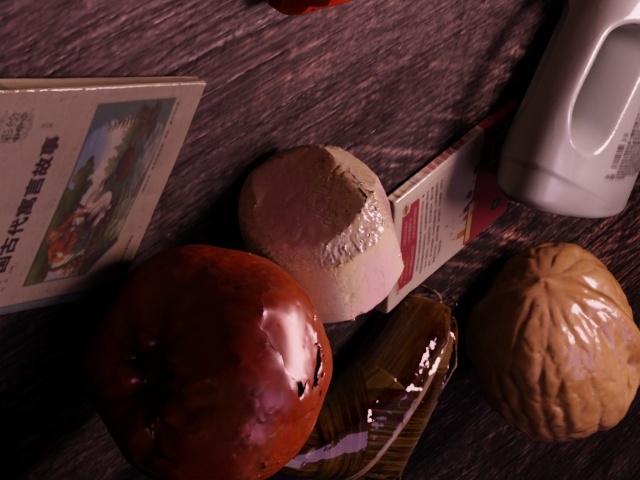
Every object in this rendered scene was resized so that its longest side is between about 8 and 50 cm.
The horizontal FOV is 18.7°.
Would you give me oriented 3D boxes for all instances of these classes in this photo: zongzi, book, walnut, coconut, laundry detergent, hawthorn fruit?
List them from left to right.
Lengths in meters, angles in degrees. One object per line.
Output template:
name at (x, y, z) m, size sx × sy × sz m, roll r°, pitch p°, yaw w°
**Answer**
book at (-0.208, -0.034, 1.515) m, size 0.282 × 0.025 × 0.215 m, roll -13°, pitch 131°, yaw -58°
hawthorn fruit at (-0.084, 0.105, 1.689) m, size 0.211 × 0.211 × 0.299 m, roll -62°, pitch 169°, yaw 8°
coconut at (0.000, 0.000, 1.792) m, size 0.147 × 0.147 × 0.153 m, roll -48°, pitch 150°, yaw -21°
zongzi at (0.043, 0.151, 2.082) m, size 0.241 × 0.111 × 0.248 m, roll 23°, pitch 93°, yaw -58°
book at (0.139, -0.039, 2.129) m, size 0.232 × 0.022 × 0.162 m, roll -38°, pitch 145°, yaw -36°
walnut at (0.285, 0.124, 2.355) m, size 0.225 × 0.225 × 0.261 m, roll -47°, pitch 148°, yaw -22°
laundry detergent at (0.322, -0.226, 2.118) m, size 0.264 × 0.124 × 0.398 m, roll -5°, pitch 117°, yaw -62°

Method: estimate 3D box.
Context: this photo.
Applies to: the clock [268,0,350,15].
clock at (0.032, -0.252, 1.662) m, size 0.155 × 0.061 × 0.113 m, roll -25°, pitch 139°, yaw -52°
